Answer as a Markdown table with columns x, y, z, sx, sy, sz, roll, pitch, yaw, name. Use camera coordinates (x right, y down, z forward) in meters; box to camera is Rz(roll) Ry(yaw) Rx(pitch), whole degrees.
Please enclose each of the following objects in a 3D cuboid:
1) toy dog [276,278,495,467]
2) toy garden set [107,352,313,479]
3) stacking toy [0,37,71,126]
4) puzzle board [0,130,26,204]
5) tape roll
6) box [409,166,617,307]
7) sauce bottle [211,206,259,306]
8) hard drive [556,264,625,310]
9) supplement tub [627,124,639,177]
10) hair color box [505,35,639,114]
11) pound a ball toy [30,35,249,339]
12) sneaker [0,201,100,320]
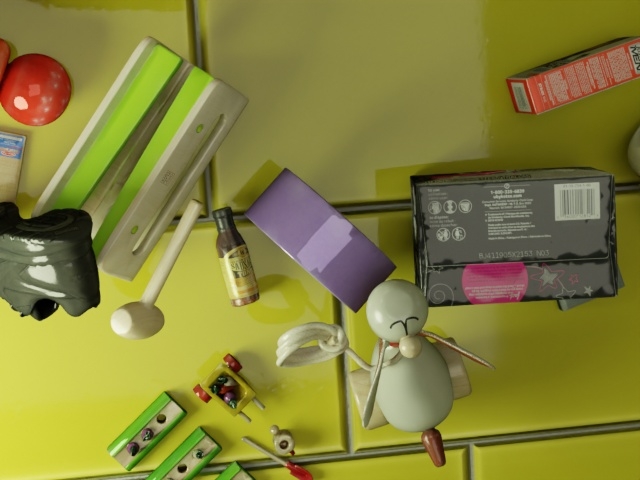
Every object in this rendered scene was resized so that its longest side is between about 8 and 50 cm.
| x | y | z | sx | sy | sz | roll | pitch | yaw | name |
| --- | --- | --- | --- | --- | --- | --- | --- | --- | --- |
| 0.112 | 0.180 | 1.615 | 0.220 | 0.333 | 0.161 | -30 | 63 | 16 | toy dog |
| -0.123 | 0.290 | 1.718 | 0.204 | 0.049 | 0.244 | -45 | 101 | -1 | toy garden set |
| -0.460 | -0.222 | 1.568 | 0.330 | 0.141 | 0.141 | 21 | 93 | -15 | stacking toy |
| -0.441 | -0.096 | 1.642 | 0.128 | 0.011 | 0.096 | 10 | 94 | -10 | puzzle board |
| 0.000 | 0.000 | 1.632 | 0.189 | 0.189 | 0.080 | 41 | 89 | -11 | tape roll |
| 0.243 | -0.010 | 1.678 | 0.247 | 0.142 | 0.163 | -3 | 97 | 0 | box |
| -0.113 | 0.021 | 1.691 | 0.042 | 0.042 | 0.128 | -17 | 101 | -6 | sauce bottle |
| 0.348 | 0.017 | 1.772 | 0.094 | 0.022 | 0.135 | -22 | 100 | -6 | hard drive |
| 0.552 | -0.073 | 1.707 | 0.191 | 0.191 | 0.272 | -43 | 101 | -2 | supplement tub |
| 0.337 | -0.216 | 1.707 | 0.167 | 0.093 | 0.053 | -19 | 100 | -7 | hair color box |
| -0.198 | -0.056 | 1.606 | 0.208 | 0.136 | 0.319 | 33 | 92 | 22 | pound a ball toy |
| -0.363 | 0.029 | 1.550 | 0.109 | 0.286 | 0.130 | -29 | 115 | -37 | sneaker |
